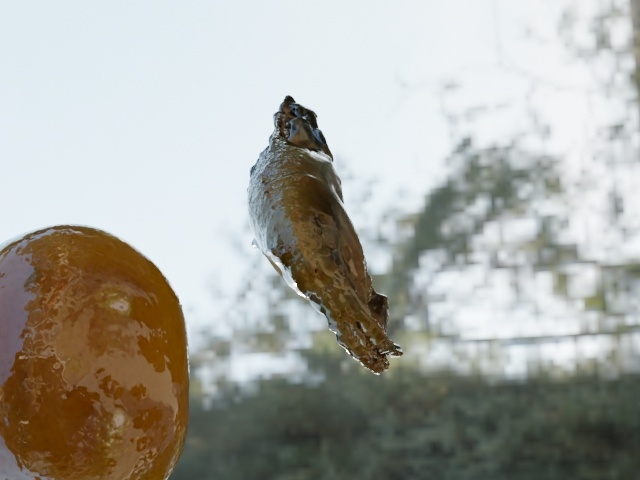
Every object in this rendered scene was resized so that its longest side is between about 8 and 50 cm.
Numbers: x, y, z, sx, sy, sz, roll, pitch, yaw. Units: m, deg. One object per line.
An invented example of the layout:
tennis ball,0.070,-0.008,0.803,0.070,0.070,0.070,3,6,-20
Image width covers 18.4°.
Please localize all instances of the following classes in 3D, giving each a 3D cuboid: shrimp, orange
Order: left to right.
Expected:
orange,-0.125,0.069,0.995,0.156,0.124,0.156,-174,90,-70
shrimp,-0.008,-0.005,1.116,0.262,0.066,0.117,-94,-18,-70
